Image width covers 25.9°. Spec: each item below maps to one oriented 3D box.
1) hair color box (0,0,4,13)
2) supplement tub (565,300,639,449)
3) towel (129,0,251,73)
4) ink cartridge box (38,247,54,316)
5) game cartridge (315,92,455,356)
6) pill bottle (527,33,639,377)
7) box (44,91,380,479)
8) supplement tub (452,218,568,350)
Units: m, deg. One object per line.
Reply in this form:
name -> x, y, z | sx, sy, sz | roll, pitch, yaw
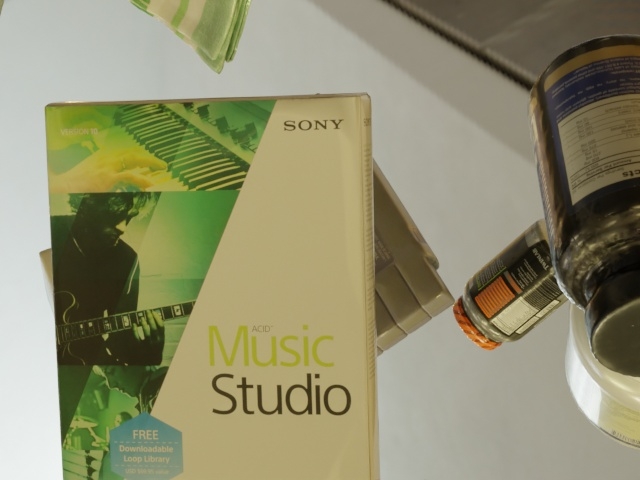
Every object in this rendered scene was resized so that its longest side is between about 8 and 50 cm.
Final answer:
hair color box -> -0.445, -0.279, 1.657 | 0.185, 0.114, 0.374 | -144, -112, -68
supplement tub -> 0.418, 0.115, 1.691 | 0.235, 0.325, 0.235 | -3, -110, 8
towel -> -0.196, -0.364, 1.542 | 0.325, 0.248, 0.038 | 38, -136, 21
ink cartridge box -> -0.231, 0.124, 1.519 | 0.078, 0.134, 0.231 | -19, -111, -15
game cartridge -> 0.000, 0.000, 1.792 | 0.230, 0.068, 0.355 | -33, -121, 5
pill bottle -> 0.211, -0.024, 0.933 | 0.123, 0.123, 0.219 | -19, -132, 20
box -> -0.076, 0.055, 1.011 | 0.232, 0.322, 0.058 | -1, -175, 9
supplement tub -> 0.287, 0.067, 1.999 | 0.190, 0.117, 0.117 | -43, -160, 27
